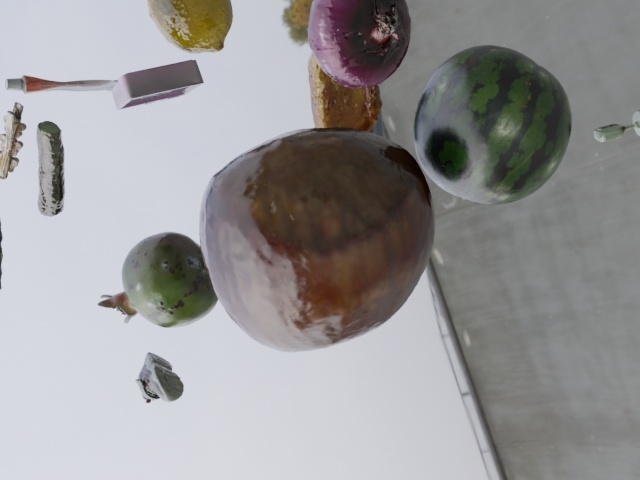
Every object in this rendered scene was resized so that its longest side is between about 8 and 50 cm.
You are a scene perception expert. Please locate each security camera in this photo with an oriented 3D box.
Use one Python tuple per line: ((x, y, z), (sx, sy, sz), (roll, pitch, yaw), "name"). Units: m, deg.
((0.593, -0.221, 1.203), (0.058, 0.092, 0.058), (-14, -90, -85), "security camera")

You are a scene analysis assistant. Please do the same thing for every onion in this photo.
((0.044, -0.210, 0.604), (0.104, 0.115, 0.115), (18, 140, 57), "onion")

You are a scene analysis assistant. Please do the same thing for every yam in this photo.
((-0.592, -0.152, 1.331), (0.274, 0.061, 0.061), (118, 152, -48), "yam")

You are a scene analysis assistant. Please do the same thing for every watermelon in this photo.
((0.314, -0.206, 1.121), (0.285, 0.285, 0.285), (-20, -90, -75), "watermelon")

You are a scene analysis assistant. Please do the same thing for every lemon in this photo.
((-0.324, -0.584, 1.500), (0.260, 0.204, 0.204), (61, -163, -15), "lemon")

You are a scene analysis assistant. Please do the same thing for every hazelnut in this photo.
((0.000, 0.000, 1.059), (0.352, 0.421, 0.421), (35, 167, 42), "hazelnut")

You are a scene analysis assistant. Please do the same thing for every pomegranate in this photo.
((-0.439, 0.133, 1.675), (0.291, 0.323, 0.291), (47, 164, 18), "pomegranate")

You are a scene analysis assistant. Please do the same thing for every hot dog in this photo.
((0.059, -0.317, 1.392), (0.150, 0.153, 0.257), (-161, 64, -79), "hot dog")

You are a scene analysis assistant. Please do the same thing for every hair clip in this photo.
((-0.727, -0.235, 1.423), (0.062, 0.214, 0.056), (29, -141, -5), "hair clip")

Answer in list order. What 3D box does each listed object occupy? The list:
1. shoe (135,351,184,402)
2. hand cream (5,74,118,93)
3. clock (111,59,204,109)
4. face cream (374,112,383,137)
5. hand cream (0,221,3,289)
((-0.485, 0.421, 1.765), (0.099, 0.125, 0.227), (39, 178, -32), "shoe")
((-0.535, -0.324, 1.259), (0.052, 0.216, 0.038), (32, 124, 47), "hand cream")
((-0.411, -0.389, 1.516), (0.150, 0.197, 0.063), (0, 110, 60), "clock")
((0.146, -0.414, 1.858), (0.135, 0.086, 0.386), (-8, -84, -69), "face cream")
((-0.766, 0.014, 1.386), (0.052, 0.075, 0.248), (-142, 53, -63), "hand cream")
